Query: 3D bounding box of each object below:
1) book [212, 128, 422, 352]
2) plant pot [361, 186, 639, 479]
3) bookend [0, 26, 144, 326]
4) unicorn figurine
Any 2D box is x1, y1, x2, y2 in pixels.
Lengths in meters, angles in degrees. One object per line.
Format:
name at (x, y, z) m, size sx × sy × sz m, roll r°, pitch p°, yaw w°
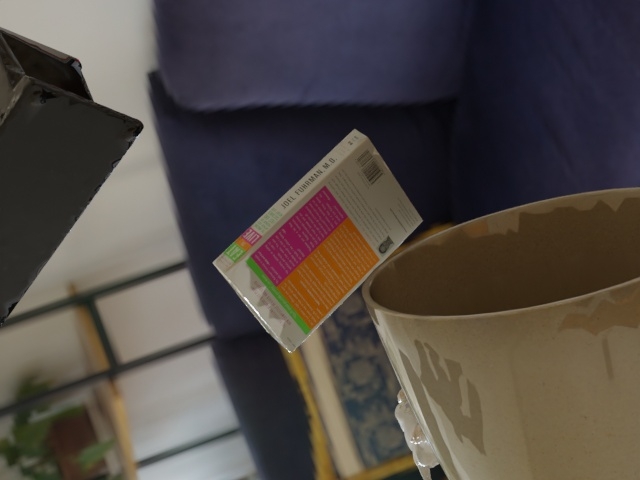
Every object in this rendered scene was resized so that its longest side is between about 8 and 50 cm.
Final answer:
book at (0.000, 0.000, 1.149) m, size 0.035 × 0.144 × 0.096 m, roll 37°, pitch 167°, yaw 49°
plant pot at (0.187, 0.131, 1.095) m, size 0.256 × 0.256 × 0.274 m, roll -152°, pitch 45°, yaw -69°
bookend at (-0.190, -0.062, 0.877) m, size 0.156 × 0.072 × 0.157 m, roll -52°, pitch 42°, yaw 22°
unicorn figurine at (0.109, 0.199, 1.535) m, size 0.162 × 0.060 × 0.111 m, roll 38°, pitch 155°, yaw 54°
